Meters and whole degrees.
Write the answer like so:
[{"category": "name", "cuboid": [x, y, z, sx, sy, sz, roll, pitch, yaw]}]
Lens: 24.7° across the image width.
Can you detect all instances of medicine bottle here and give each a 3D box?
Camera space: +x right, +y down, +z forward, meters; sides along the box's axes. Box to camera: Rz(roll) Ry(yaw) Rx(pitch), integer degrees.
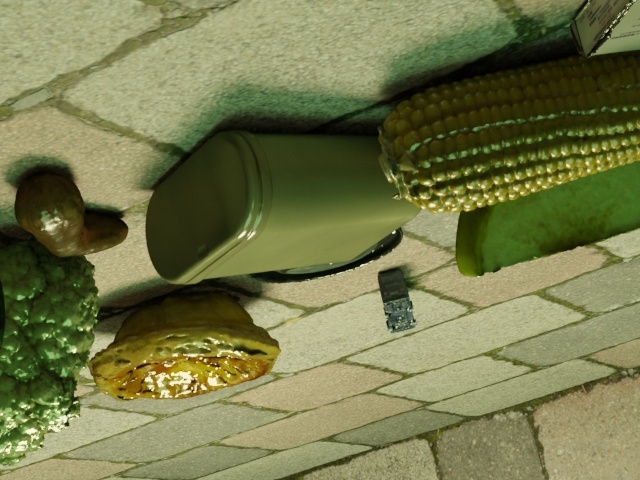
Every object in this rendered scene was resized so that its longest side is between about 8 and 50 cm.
[{"category": "medicine bottle", "cuboid": [0.365, -0.239, 1.410, 0.201, 0.052, 0.171, -9, 162, -16]}]

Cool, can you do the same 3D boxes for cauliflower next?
[{"category": "cauliflower", "cuboid": [-0.379, 0.129, 1.756, 0.275, 0.272, 0.250, -4, -167, 15]}]

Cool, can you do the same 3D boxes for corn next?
[{"category": "corn", "cuboid": [0.249, -0.126, 1.542, 0.387, 0.144, 0.144, -16, 163, -2]}]

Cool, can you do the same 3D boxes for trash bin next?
[{"category": "trash bin", "cuboid": [-0.038, -0.041, 1.636, 0.247, 0.121, 0.243, -5, 161, -34]}]

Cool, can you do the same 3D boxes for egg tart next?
[{"category": "egg tart", "cuboid": [-0.200, 0.151, 2.112, 0.290, 0.115, 0.290, -10, 161, -3]}]

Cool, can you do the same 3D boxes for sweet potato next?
[{"category": "sweet potato", "cuboid": [-0.280, -0.020, 1.619, 0.081, 0.062, 0.233, -17, 165, 7]}]

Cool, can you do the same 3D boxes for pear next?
[{"category": "pear", "cuboid": [0.286, -0.053, 1.814, 0.288, 0.139, 0.239, -16, 178, -4]}]

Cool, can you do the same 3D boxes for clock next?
[{"category": "clock", "cuboid": [0.000, 0.000, 1.904, 0.215, 0.042, 0.215, -11, 162, -4]}]

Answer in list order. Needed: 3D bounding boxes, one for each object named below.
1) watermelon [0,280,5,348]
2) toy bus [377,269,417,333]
[{"category": "watermelon", "cuboid": [-0.448, 0.060, 1.262, 0.363, 0.363, 0.363, -12, 162, -4]}, {"category": "toy bus", "cuboid": [0.117, 0.096, 2.246, 0.047, 0.065, 0.166, -14, 161, 2]}]
